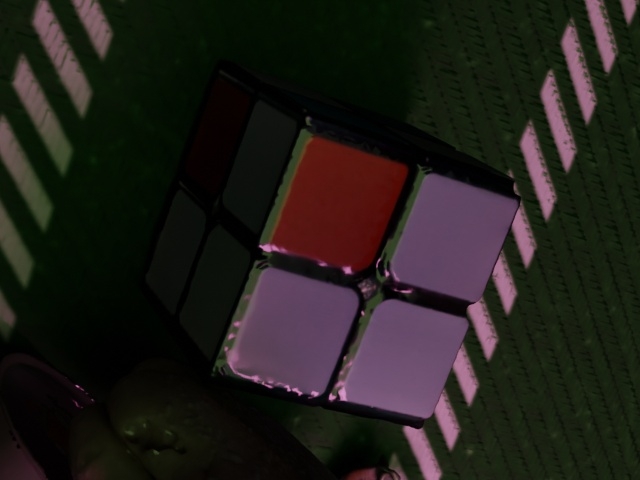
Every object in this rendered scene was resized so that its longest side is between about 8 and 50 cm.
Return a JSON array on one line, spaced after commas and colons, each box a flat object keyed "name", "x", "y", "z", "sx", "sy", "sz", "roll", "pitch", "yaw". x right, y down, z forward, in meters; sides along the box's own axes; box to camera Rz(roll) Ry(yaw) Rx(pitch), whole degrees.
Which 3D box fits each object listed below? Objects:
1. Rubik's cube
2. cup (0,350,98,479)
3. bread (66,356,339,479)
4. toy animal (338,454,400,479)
[{"name": "Rubik's cube", "x": -0.001, "y": 0.000, "z": 0.831, "sx": 0.167, "sy": 0.183, "sz": 0.180, "roll": 16, "pitch": 103, "yaw": -27}, {"name": "cup", "x": -0.249, "y": 0.239, "z": 0.819, "sx": 0.288, "sy": 0.203, "sz": 0.203, "roll": -39, "pitch": 118, "yaw": 2}, {"name": "bread", "x": -0.065, "y": 0.154, "z": 0.777, "sx": 0.102, "sy": 0.337, "sz": 0.183, "roll": -42, "pitch": 90, "yaw": 0}, {"name": "toy animal", "x": -0.022, "y": 0.293, "z": 0.982, "sx": 0.255, "sy": 0.090, "sz": 0.170, "roll": -29, "pitch": 109, "yaw": -15}]
